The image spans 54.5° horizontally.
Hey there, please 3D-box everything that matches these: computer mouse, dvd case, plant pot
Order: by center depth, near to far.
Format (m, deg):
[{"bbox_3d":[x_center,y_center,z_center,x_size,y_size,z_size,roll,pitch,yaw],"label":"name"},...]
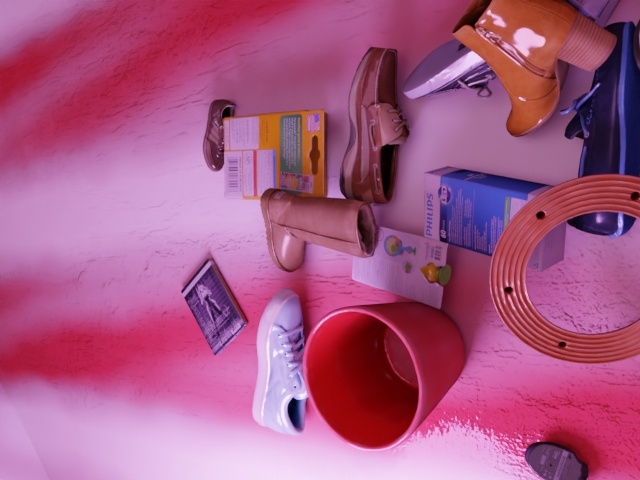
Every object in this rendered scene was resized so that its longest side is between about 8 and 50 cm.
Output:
[{"bbox_3d":[0.484,0.430,1.104,0.242,0.041,0.071,23,91,30],"label":"computer mouse"},{"bbox_3d":[0.144,0.239,1.217,0.274,0.243,0.275,7,101,39],"label":"plant pot"},{"bbox_3d":[-0.296,0.184,1.717,0.164,0.018,0.221,-46,67,33],"label":"dvd case"}]

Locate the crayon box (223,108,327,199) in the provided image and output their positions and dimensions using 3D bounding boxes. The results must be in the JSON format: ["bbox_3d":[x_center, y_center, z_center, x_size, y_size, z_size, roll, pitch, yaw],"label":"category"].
[{"bbox_3d":[-0.093,-0.198,1.478,0.322,0.083,0.203,5,97,39],"label":"crayon box"}]

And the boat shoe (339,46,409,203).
[{"bbox_3d":[0.129,-0.229,1.286,0.119,0.122,0.324,19,114,31],"label":"boat shoe"}]

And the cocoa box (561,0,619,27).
[{"bbox_3d":[0.338,-0.532,1.009,0.347,0.227,0.232,38,116,30],"label":"cocoa box"}]

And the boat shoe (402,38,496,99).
[{"bbox_3d":[0.286,-0.323,1.146,0.306,0.105,0.113,-24,36,46],"label":"boat shoe"}]

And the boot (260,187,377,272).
[{"bbox_3d":[0.000,0.000,1.372,0.269,0.089,0.236,13,136,35],"label":"boot"}]

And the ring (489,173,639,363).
[{"bbox_3d":[0.444,0.052,1.004,0.336,0.032,0.337,3,112,8],"label":"ring"}]

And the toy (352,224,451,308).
[{"bbox_3d":[0.171,0.043,1.300,0.237,0.056,0.137,18,111,45],"label":"toy"}]

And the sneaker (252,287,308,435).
[{"bbox_3d":[-0.062,0.295,1.479,0.150,0.135,0.366,17,113,29],"label":"sneaker"}]

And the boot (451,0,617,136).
[{"bbox_3d":[0.307,-0.293,1.010,0.211,0.295,0.104,24,70,-3],"label":"boot"}]

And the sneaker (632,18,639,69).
[{"bbox_3d":[0.635,-0.292,0.798,0.410,0.182,0.158,-6,93,24],"label":"sneaker"}]

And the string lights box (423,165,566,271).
[{"bbox_3d":[0.307,-0.047,1.127,0.259,0.076,0.134,21,121,47],"label":"string lights box"}]

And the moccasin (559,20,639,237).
[{"bbox_3d":[0.450,-0.176,1.012,0.116,0.137,0.342,7,98,43],"label":"moccasin"}]

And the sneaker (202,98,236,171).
[{"bbox_3d":[-0.258,-0.272,1.616,0.071,0.066,0.189,9,100,37],"label":"sneaker"}]
